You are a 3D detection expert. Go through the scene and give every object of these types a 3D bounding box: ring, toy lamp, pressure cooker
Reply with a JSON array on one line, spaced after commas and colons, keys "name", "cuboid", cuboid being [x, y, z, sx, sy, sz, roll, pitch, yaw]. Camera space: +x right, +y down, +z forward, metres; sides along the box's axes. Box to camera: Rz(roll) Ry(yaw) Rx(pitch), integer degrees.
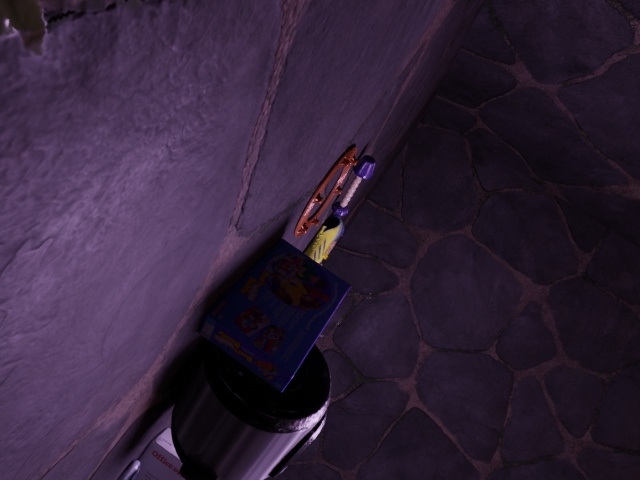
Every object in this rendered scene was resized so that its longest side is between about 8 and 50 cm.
[{"name": "ring", "cuboid": [0.026, -0.145, 1.381, 0.336, 0.032, 0.336, -56, 175, -8]}, {"name": "toy lamp", "cuboid": [0.129, -0.208, 1.673, 0.080, 0.080, 0.274, -51, 173, -44]}, {"name": "pressure cooker", "cuboid": [-0.208, 0.460, 1.227, 0.370, 0.375, 0.420, 11, 124, -36]}]

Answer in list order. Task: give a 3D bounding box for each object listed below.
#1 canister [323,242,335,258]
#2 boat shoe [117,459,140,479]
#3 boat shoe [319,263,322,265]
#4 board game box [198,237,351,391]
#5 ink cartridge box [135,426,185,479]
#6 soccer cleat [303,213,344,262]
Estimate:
[{"name": "canister", "cuboid": [0.044, 0.011, 2.307, 0.170, 0.073, 0.126, -57, 175, 0]}, {"name": "boat shoe", "cuboid": [-0.551, 0.724, 1.249, 0.183, 0.083, 0.065, -56, 175, -2]}, {"name": "boat shoe", "cuboid": [-0.037, 0.113, 2.042, 0.302, 0.098, 0.109, -57, 175, 18]}, {"name": "board game box", "cuboid": [-0.096, 0.164, 1.085, 0.347, 0.233, 0.078, -49, 171, -51]}, {"name": "ink cartridge box", "cuboid": [-0.499, 0.772, 1.377, 0.278, 0.201, 0.117, -56, 176, 2]}, {"name": "soccer cleat", "cuboid": [-0.001, -0.001, 1.888, 0.289, 0.093, 0.121, -48, 141, -29]}]
